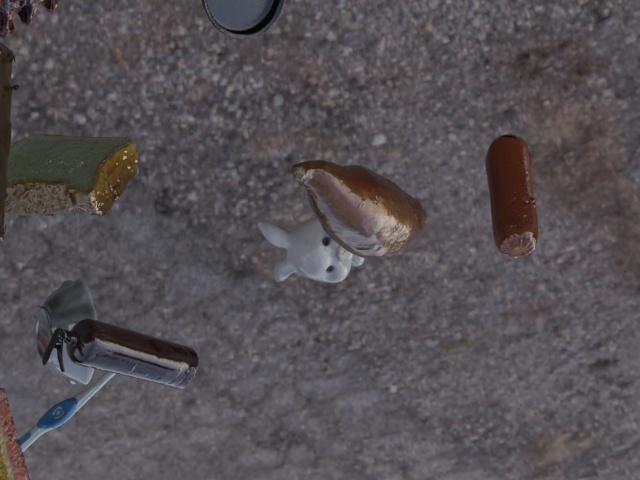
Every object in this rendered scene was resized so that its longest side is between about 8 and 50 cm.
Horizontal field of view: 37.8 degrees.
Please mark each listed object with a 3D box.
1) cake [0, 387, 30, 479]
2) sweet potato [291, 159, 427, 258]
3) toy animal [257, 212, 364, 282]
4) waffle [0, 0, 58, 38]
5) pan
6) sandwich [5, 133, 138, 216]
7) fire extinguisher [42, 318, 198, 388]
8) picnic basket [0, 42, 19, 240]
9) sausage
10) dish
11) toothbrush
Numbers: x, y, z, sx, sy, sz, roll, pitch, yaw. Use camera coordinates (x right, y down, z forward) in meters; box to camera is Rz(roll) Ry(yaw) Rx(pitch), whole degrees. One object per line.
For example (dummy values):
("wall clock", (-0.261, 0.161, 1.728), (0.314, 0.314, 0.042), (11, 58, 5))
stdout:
("cake", (-0.501, 0.343, 1.403), (0.110, 0.225, 0.090), (-16, 173, -23))
("sweet potato", (0.058, -0.033, 1.183), (0.112, 0.112, 0.359), (-25, 157, 22))
("toy animal", (-0.002, 0.000, 1.722), (0.179, 0.127, 0.193), (6, -155, 37))
("waffle", (-0.438, -0.394, 1.268), (0.234, 0.055, 0.221), (-56, 139, -2))
("pan", (-0.073, -0.381, 1.282), (0.235, 0.028, 0.136), (-48, 130, -8))
("sandwich", (-0.480, -0.127, 1.732), (0.251, 0.226, 0.087), (4, 120, 16))
("fire extinguisher", (-0.305, 0.177, 1.420), (0.072, 0.089, 0.268), (-20, 151, 35))
("picnic basket", (-0.519, -0.121, 1.013), (0.321, 0.291, 0.254), (-3, 166, 10))
("sausage", (0.417, -0.108, 2.037), (0.102, 0.330, 0.102), (1, 143, 1))
("dish", (-0.517, 0.183, 1.849), (0.081, 0.229, 0.229), (-1, 148, -36))
("toothbrush", (-0.451, 0.303, 1.595), (0.386, 0.040, 0.040), (-41, 142, 4))
